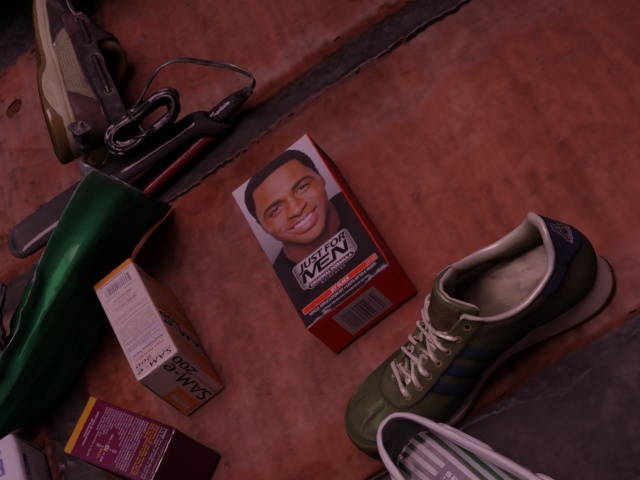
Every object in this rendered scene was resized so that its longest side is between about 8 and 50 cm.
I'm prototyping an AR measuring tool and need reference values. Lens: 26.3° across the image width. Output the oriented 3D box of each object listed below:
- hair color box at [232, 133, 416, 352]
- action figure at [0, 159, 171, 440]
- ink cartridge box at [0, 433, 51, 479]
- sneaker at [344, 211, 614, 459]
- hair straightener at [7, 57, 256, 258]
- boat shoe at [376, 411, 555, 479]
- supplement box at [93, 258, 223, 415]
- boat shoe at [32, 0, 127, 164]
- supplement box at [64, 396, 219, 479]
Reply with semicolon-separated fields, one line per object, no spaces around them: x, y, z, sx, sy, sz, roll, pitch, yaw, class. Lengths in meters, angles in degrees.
0.000;0.000;0.933;0.072;0.043;0.141;-39;48;8;hair color box
-0.200;0.058;0.987;0.063;0.137;0.232;29;89;23;action figure
-0.263;0.278;0.928;0.223;0.045;0.224;-34;50;10;ink cartridge box
0.080;0.051;0.821;0.192;0.086;0.064;-37;49;8;sneaker
-0.148;-0.061;1.034;0.230;0.089;0.047;-37;40;9;hair straightener
0.110;0.168;0.736;0.226;0.076;0.083;28;80;41;boat shoe
-0.113;0.066;0.952;0.036;0.062;0.098;-38;49;5;supplement box
-0.195;-0.141;1.132;0.074;0.080;0.223;-10;38;-7;boat shoe
-0.119;0.141;0.915;0.083;0.055;0.043;13;71;38;supplement box
